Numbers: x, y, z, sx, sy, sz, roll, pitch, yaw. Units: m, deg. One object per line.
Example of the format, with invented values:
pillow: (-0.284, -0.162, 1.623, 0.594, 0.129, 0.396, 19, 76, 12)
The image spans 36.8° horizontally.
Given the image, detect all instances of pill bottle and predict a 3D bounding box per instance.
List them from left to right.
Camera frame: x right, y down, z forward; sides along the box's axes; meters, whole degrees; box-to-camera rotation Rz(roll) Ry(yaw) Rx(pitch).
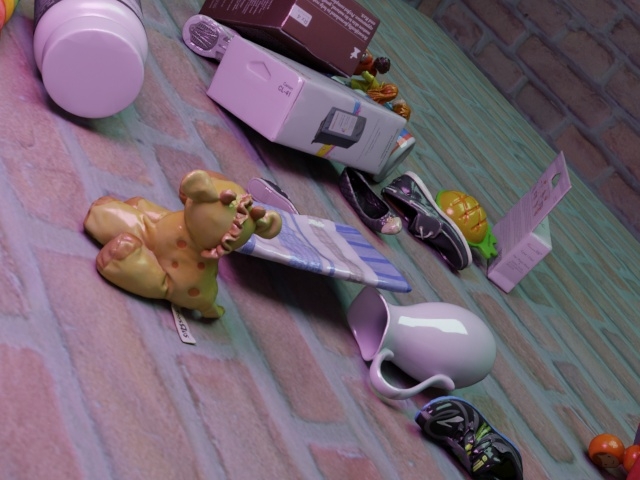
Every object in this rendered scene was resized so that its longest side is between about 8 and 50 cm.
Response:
pill bottle: (-0.337, -0.304, 1.407, 0.161, 0.161, 0.283, 27, 26, -30)
pill bottle: (0.081, -0.236, 2.015, 0.221, 0.124, 0.124, 42, 22, 7)

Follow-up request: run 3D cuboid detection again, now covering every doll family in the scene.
doll family: (0.115, -0.308, 2.145, 0.263, 0.163, 0.118, 55, 42, -60)

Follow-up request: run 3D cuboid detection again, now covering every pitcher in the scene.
pitcher: (0.152, 0.165, 1.390, 0.207, 0.125, 0.177, 17, 46, -25)

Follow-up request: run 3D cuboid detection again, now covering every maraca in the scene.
maraca: (0.309, -0.035, 2.036, 0.186, 0.099, 0.127, 38, 41, -21)

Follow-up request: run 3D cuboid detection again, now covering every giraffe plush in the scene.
giraffe plush: (-0.151, -0.013, 1.138, 0.210, 0.170, 0.181, 51, 23, 24)

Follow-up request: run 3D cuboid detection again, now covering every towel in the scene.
towel: (-0.025, -0.002, 1.391, 0.285, 0.034, 0.209, 16, 16, -27)

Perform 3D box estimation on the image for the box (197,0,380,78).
box: (-0.074, -0.451, 1.951, 0.191, 0.143, 0.381, 29, 1, -36)

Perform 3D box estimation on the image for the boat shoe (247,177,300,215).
boat shoe: (-0.065, -0.056, 1.539, 0.125, 0.046, 0.038, 41, 25, 23)

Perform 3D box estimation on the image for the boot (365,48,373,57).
boot: (-0.013, -0.502, 2.213, 0.280, 0.096, 0.264, 51, -24, -16)

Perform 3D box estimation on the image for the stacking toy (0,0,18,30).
stacking toy: (-0.469, -0.349, 1.328, 0.141, 0.141, 0.330, 29, 28, -27)

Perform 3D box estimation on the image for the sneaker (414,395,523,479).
sneaker: (0.211, 0.278, 1.317, 0.188, 0.067, 0.078, 37, 16, -17)

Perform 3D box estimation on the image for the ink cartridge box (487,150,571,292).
ink cartridge box: (0.472, -0.045, 2.104, 0.066, 0.261, 0.296, 38, 22, -4)

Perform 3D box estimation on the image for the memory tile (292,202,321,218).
memory tile: (0.000, 0.000, 1.579, 0.113, 0.012, 0.148, 29, 25, -27)

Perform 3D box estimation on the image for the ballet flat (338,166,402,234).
ballet flat: (0.089, -0.071, 1.790, 0.173, 0.057, 0.049, 46, -23, 31)

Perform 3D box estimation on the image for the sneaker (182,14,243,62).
sneaker: (-0.161, -0.373, 1.933, 0.232, 0.090, 0.115, 40, 18, -3)

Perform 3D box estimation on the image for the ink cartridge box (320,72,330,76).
ink cartridge box: (-0.065, -0.457, 2.290, 0.311, 0.065, 0.186, 44, 22, 3)

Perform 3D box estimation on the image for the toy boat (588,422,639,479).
toy boat: (0.525, 0.367, 1.612, 0.151, 0.150, 0.231, 13, 16, 14)

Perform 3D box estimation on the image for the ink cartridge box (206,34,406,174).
ink cartridge box: (-0.024, -0.248, 1.797, 0.306, 0.131, 0.226, 11, 20, -48)

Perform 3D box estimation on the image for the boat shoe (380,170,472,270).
boat shoe: (0.212, -0.028, 1.926, 0.079, 0.084, 0.233, -31, 77, -28)
